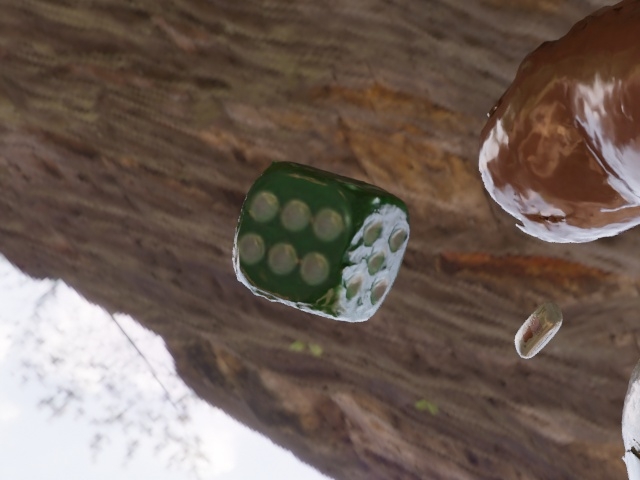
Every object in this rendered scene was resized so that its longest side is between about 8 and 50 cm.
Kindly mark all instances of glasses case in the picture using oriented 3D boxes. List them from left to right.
[{"bbox_3d":[0.235,0.096,1.519,0.021,0.083,0.032,1,-126,-26],"label":"glasses case"}]

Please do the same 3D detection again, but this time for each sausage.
[{"bbox_3d":[0.125,-0.046,0.330,0.078,0.078,0.304,-48,-171,-17],"label":"sausage"}]

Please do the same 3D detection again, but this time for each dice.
[{"bbox_3d":[0.000,0.000,1.337,0.128,0.120,0.131,22,-85,28],"label":"dice"}]

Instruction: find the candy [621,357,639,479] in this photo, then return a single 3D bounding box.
[{"bbox_3d":[0.331,0.174,0.997,0.185,0.295,0.295,-32,-132,-4],"label":"candy"}]
